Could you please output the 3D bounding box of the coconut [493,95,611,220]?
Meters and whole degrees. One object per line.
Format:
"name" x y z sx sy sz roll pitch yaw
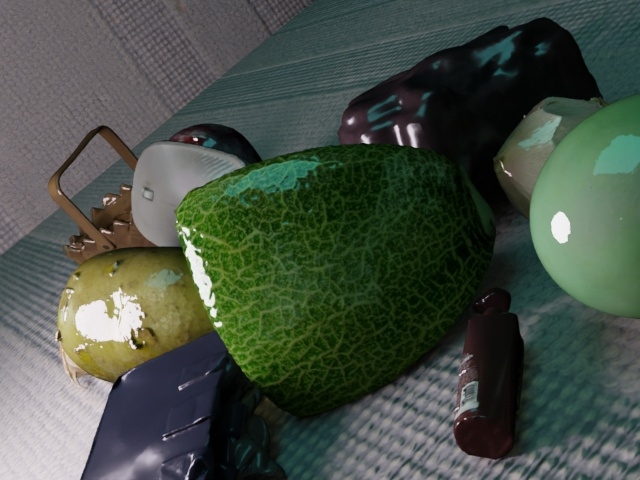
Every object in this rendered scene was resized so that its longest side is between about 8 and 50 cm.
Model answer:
"coconut" 0.298 -0.095 1.114 0.171 0.182 0.171 -172 90 -74

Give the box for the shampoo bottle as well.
"shampoo bottle" 0.184 0.133 0.990 0.068 0.067 0.236 -13 28 24

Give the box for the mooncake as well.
"mooncake" 0.205 -0.180 1.375 0.381 0.212 0.350 -35 13 -31

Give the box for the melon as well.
"melon" 0.037 0.017 1.158 0.343 0.331 0.226 -31 -9 22

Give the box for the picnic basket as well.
"picnic basket" -0.425 -0.070 1.978 0.291 0.321 0.254 -23 28 33

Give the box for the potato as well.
"potato" -0.262 0.111 1.424 0.269 0.219 0.359 -3 -7 -33

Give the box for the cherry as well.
"cherry" -0.213 -0.091 1.749 0.218 0.296 0.255 0 64 35

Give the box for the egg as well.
"egg" 0.340 -0.040 0.899 0.269 0.220 0.220 -29 22 14

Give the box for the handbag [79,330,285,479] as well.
"handbag" -0.175 0.265 1.165 0.269 0.118 0.326 -28 30 23

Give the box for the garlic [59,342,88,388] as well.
"garlic" -0.406 0.160 1.748 0.164 0.145 0.245 33 68 34

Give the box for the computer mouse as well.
"computer mouse" -0.212 -0.061 1.524 0.331 0.197 0.095 16 12 39
